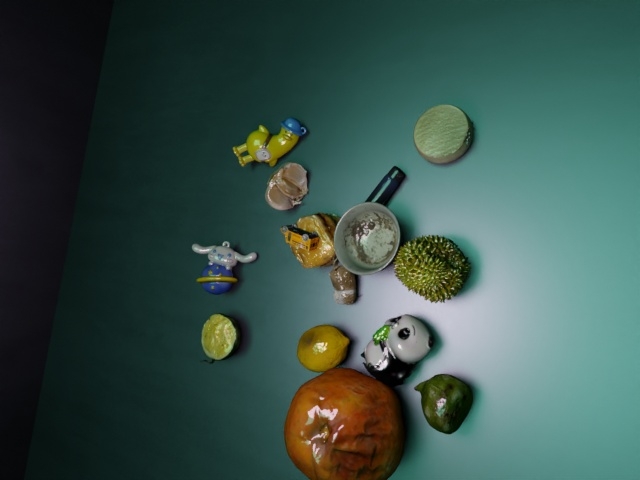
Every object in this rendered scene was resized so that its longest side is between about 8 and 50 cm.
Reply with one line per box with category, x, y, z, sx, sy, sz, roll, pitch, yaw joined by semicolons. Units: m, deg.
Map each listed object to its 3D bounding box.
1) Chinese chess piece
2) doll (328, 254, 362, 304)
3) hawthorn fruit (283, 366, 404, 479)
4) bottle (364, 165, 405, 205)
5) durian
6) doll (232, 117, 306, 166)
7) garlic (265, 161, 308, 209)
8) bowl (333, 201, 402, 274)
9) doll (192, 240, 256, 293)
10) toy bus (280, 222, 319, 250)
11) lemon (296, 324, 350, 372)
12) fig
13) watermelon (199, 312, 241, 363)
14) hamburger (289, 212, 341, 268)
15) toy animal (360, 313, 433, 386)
Chinese chess piece;0.480;-0.412;1.801;0.237;0.092;0.238;-5;80;28
doll;0.089;0.163;1.909;0.105;0.114;0.222;6;116;68
hawthorn fruit;0.083;0.699;1.676;0.470;0.471;0.473;-4;81;28
bottle;0.254;-0.196;1.907;0.072;0.082;0.245;33;104;-17
durian;0.399;0.103;1.686;0.291;0.291;0.225;47;145;25
doll;-0.229;-0.457;2.180;0.362;0.145;0.200;-19;114;16
garlic;-0.166;-0.246;2.110;0.230;0.178;0.142;-58;29;-10
bowl;0.210;0.001;1.834;0.289;0.146;0.290;-6;78;32
doll;-0.451;0.136;2.218;0.310;0.160;0.243;-6;66;4
toy bus;-0.089;-0.014;1.889;0.162;0.069;0.074;22;112;30
lemon;0.007;0.443;1.887;0.256;0.188;0.189;-28;71;24
fig;0.416;0.560;1.662;0.235;0.203;0.203;23;94;50
watermelon;-0.455;0.460;2.167;0.203;0.127;0.233;-3;80;28
hamburger;0.000;0.000;1.969;0.244;0.163;0.245;1;91;30
toy animal;0.285;0.401;1.728;0.212;0.212;0.267;37;103;27
